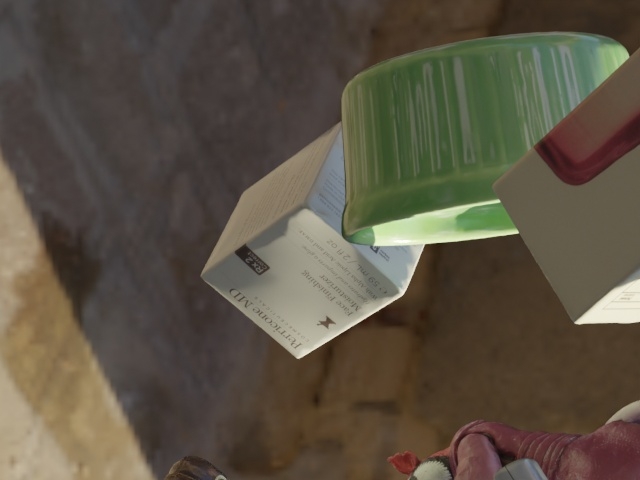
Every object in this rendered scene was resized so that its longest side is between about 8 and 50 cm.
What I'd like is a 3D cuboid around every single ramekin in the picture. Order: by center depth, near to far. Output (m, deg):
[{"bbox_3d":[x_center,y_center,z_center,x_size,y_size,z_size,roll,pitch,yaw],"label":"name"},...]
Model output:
[{"bbox_3d":[0.161,-0.092,1.661,0.303,0.303,0.148,8,74,-67],"label":"ramekin"}]

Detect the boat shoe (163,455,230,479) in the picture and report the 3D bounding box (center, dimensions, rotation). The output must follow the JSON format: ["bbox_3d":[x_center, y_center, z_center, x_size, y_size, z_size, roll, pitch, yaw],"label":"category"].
[{"bbox_3d":[-0.039,0.300,1.505,0.324,0.116,0.097,46,56,-37],"label":"boat shoe"}]

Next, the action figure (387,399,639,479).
[{"bbox_3d":[0.237,0.230,1.775,0.248,0.370,0.276,29,70,-62],"label":"action figure"}]

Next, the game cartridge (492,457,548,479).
[{"bbox_3d":[0.226,0.304,1.553,0.198,0.062,0.297,55,-1,20],"label":"game cartridge"}]

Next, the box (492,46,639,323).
[{"bbox_3d":[0.262,-0.058,1.246,0.148,0.232,0.127,1,53,-50],"label":"box"}]

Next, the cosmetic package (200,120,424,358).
[{"bbox_3d":[0.000,0.000,1.923,0.151,0.183,0.151,41,43,-15],"label":"cosmetic package"}]
